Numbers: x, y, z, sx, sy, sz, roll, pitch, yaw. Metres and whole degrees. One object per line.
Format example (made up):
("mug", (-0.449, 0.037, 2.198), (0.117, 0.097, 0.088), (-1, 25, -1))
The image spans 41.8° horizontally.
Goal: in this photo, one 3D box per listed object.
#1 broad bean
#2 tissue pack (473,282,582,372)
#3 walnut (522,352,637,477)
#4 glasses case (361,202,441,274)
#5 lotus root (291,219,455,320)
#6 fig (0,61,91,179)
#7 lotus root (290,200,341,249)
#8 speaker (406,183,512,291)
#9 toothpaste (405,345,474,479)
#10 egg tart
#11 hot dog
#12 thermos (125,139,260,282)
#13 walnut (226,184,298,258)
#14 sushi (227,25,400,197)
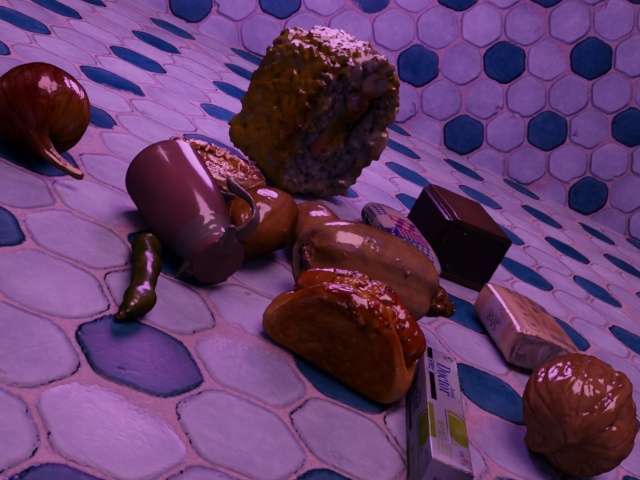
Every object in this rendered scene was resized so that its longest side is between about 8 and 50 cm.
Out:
("broad bean", (-0.267, 0.050, 1.260), (0.052, 0.052, 0.256), (-15, 27, 3))
("tissue pack", (0.437, 0.196, 1.766), (0.186, 0.090, 0.222), (23, 21, -21))
("walnut", (0.422, 0.287, 1.374), (0.213, 0.213, 0.213), (25, 19, -9))
("glasses case", (0.182, -0.001, 1.944), (0.125, 0.076, 0.327), (18, 20, -21))
("lotus root", (0.103, 0.067, 1.522), (0.342, 0.169, 0.151), (19, 5, -28))
("fig", (-0.494, -0.212, 1.476), (0.175, 0.175, 0.207), (18, 41, -27))
("lotus root", (0.000, 0.000, 1.647), (0.125, 0.118, 0.221), (2, 30, -22))
("speaker", (0.331, -0.013, 2.058), (0.192, 0.153, 0.231), (20, 20, -20))
("toothpaste", (0.169, 0.269, 1.232), (0.067, 0.081, 0.336), (23, 19, -3))
("egg tart", (-0.220, -0.130, 1.710), (0.234, 0.094, 0.234), (22, 18, -8))
("hot dog", (0.050, 0.130, 1.314), (0.256, 0.153, 0.150), (30, 19, 8))
("thermos", (-0.209, -0.048, 1.419), (0.265, 0.176, 0.146), (51, -8, 40))
("walnut", (-0.108, -0.035, 1.551), (0.137, 0.137, 0.245), (32, 20, 11))
("sushi", (0.004, -0.310, 2.029), (0.351, 0.396, 0.240), (13, 20, -50))
